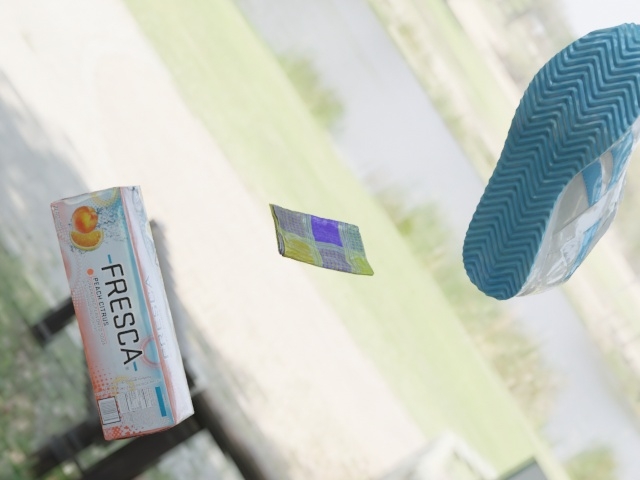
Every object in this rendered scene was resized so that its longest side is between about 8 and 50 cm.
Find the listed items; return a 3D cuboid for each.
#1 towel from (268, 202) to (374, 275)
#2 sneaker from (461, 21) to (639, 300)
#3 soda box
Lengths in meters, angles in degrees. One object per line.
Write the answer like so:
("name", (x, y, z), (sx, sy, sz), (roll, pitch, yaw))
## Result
("towel", (0.000, 0.000, 1.331), (0.083, 0.009, 0.060), (16, 36, -23))
("sneaker", (0.189, -0.060, 1.284), (0.087, 0.229, 0.092), (43, 28, 29))
("soda box", (-0.147, 0.053, 1.290), (0.063, 0.058, 0.183), (-18, 95, -82))
